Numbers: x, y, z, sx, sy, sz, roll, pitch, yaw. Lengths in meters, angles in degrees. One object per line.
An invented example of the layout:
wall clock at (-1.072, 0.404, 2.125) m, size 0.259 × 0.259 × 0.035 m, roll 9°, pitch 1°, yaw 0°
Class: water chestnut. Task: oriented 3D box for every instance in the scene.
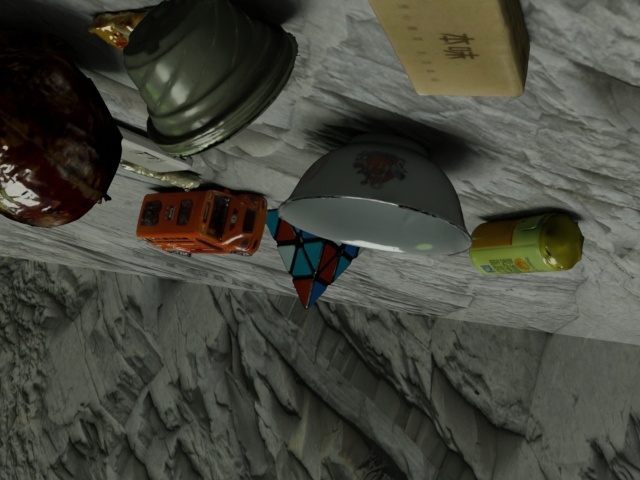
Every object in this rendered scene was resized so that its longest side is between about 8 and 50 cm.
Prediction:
water chestnut at (-0.478, -0.144, 1.374) m, size 0.335 × 0.347 × 0.335 m, roll 46°, pitch 178°, yaw 2°

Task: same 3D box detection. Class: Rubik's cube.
Rubik's cube at (0.000, 0.000, 2.096) m, size 0.285 × 0.249 × 0.234 m, roll 17°, pitch 147°, yaw -5°

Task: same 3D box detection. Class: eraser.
eraser at (0.140, -0.261, 1.008) m, size 0.144 × 0.078 × 0.343 m, roll 4°, pitch 166°, yaw 21°

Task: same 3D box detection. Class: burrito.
burrito at (-0.348, -0.149, 1.978) m, size 0.186 × 0.045 × 0.041 m, roll 17°, pitch 123°, yaw -32°

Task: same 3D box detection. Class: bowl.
bowl at (0.107, -0.090, 1.596) m, size 0.346 × 0.157 × 0.345 m, roll 11°, pitch 167°, yaw 3°

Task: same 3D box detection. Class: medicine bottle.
medicine bottle at (0.422, 0.008, 1.864) m, size 0.124 × 0.124 × 0.239 m, roll 19°, pitch 164°, yaw -32°

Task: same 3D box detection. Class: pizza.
pizza at (-0.215, -0.285, 1.289) m, size 0.185 × 0.036 × 0.176 m, roll 19°, pitch 165°, yaw -35°

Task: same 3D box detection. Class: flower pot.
flower pot at (-0.156, -0.230, 1.158) m, size 0.236 × 0.235 × 0.140 m, roll -2°, pitch 138°, yaw 44°

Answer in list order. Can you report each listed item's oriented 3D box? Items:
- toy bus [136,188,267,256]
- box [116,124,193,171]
toy bus at (-0.279, -0.046, 2.141) m, size 0.329 × 0.142 × 0.153 m, roll 1°, pitch 164°, yaw 41°
box at (-0.402, -0.195, 1.817) m, size 0.285 × 0.044 × 0.142 m, roll 21°, pitch 166°, yaw -39°
